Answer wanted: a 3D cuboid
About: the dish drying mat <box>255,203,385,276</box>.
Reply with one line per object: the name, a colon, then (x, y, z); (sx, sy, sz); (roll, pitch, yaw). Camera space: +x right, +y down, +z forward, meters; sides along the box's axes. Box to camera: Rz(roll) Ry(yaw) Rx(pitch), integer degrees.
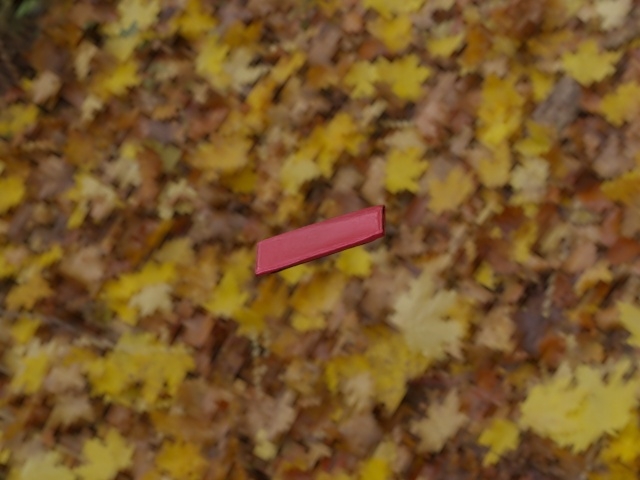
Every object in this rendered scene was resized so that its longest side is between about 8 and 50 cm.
dish drying mat: (0.000, 0.000, 0.948); (0.083, 0.008, 0.032); (-18, 38, 16)
